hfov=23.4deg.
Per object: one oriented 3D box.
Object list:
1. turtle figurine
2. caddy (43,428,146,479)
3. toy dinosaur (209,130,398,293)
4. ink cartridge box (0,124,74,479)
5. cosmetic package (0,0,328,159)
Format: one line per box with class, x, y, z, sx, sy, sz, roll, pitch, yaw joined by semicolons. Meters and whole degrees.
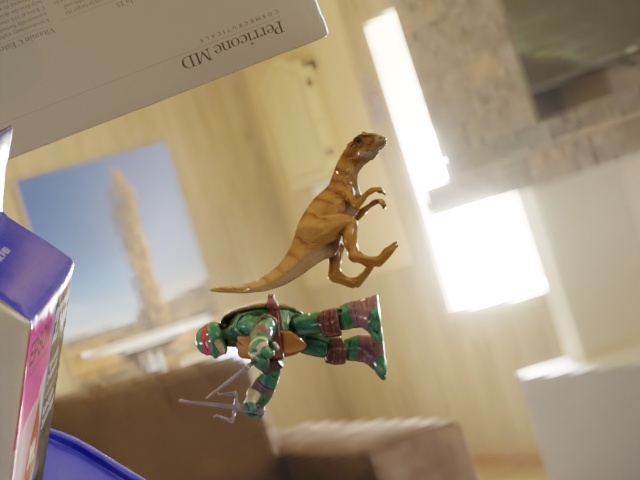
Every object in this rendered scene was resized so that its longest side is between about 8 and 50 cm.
turtle figurine;-0.048;0.117;1.673;0.234;0.118;0.175;-8;-21;2
caddy;-0.261;0.333;1.487;0.241;0.341;0.179;-33;-31;-61
toy dinosaur;0.000;0.000;1.382;0.211;0.112;0.064;-54;7;-17
ink cartridge box;-0.209;0.123;0.973;0.069;0.371;0.176;7;11;-2
cosmetic package;-0.217;-0.219;1.141;0.377;0.284;0.097;-21;29;-1
